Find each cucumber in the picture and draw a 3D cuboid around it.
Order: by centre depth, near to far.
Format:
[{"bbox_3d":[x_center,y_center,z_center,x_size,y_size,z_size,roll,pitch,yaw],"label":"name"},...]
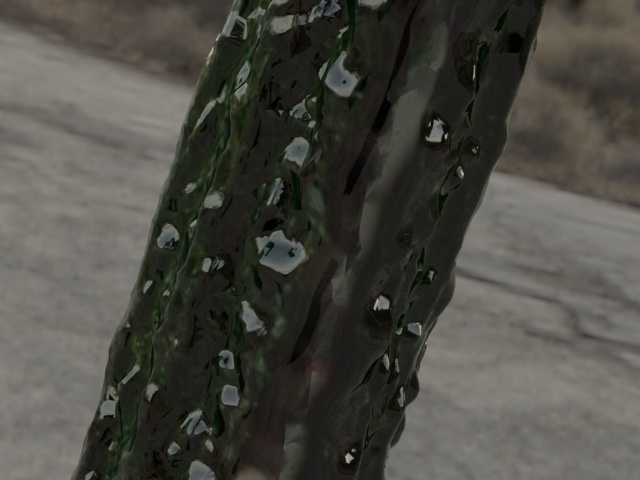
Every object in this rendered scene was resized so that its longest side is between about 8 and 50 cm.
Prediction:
[{"bbox_3d":[-0.001,-0.001,0.377,0.077,0.265,0.077,18,11,-4],"label":"cucumber"}]
